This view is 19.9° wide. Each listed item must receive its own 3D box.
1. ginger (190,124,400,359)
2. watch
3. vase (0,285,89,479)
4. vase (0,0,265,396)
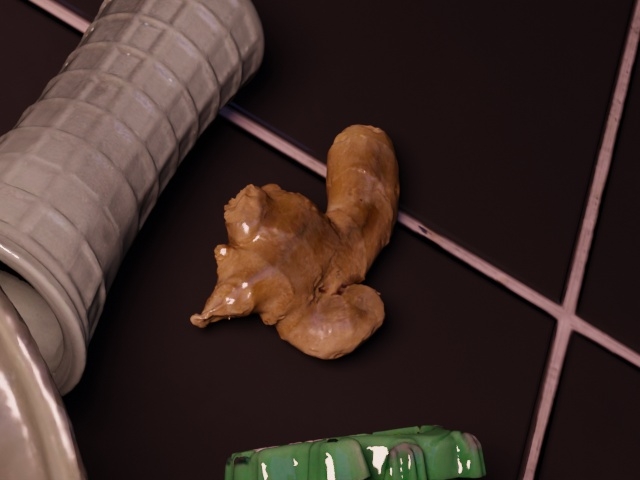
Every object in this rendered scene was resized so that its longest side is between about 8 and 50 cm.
[{"bbox_3d":[-0.005,-0.010,1.229,0.133,0.059,0.214,31,54,-20],"label":"ginger"},{"bbox_3d":[0.025,0.192,1.114,0.165,0.131,0.152,-4,86,-38],"label":"watch"},{"bbox_3d":[-0.287,0.139,0.873,0.291,0.245,0.245,-18,75,-32],"label":"vase"},{"bbox_3d":[-0.141,-0.053,1.125,0.143,0.143,0.299,38,47,-9],"label":"vase"}]
